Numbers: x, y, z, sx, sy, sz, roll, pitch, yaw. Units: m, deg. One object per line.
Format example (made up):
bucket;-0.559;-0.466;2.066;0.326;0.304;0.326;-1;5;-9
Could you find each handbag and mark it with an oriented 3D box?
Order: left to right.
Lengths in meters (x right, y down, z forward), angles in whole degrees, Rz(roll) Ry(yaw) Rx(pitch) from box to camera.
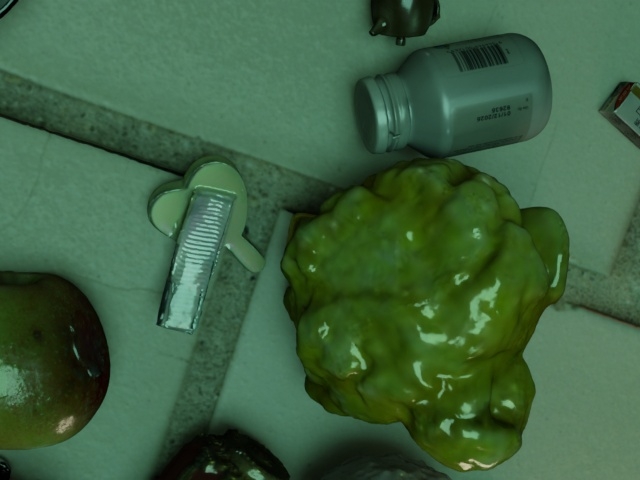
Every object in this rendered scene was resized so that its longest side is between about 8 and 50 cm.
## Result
handbag;0.000;0.000;1.104;0.083;0.027;0.061;9;100;-16

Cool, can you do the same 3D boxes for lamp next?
lamp;-0.156;0.374;1.084;0.177;0.177;0.274;39;89;-18

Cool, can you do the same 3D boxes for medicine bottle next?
medicine bottle;0.156;-0.169;1.045;0.215;0.135;0.135;-12;105;-10

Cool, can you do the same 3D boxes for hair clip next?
hair clip;-0.138;0.004;1.051;0.159;0.071;0.218;10;106;-21

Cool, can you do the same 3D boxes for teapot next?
teapot;0.104;-0.272;1.046;0.121;0.076;0.068;-19;120;-39

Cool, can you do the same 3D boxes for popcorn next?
popcorn;0.115;0.072;1.002;0.294;0.292;0.334;0;106;-21

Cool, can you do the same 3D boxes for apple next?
apple;-0.345;0.135;0.987;0.207;0.174;0.188;-9;108;-27

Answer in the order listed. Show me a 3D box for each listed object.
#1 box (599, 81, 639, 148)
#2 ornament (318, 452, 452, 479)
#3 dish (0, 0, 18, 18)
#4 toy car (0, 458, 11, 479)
box;0.477;-0.131;1.180;0.218;0.039;0.055;37;91;-18
ornament;0.083;0.399;1.108;0.259;0.225;0.259;4;107;15
dish;-0.442;-0.349;0.881;0.317;0.106;0.316;-4;103;-15
toy car;-0.430;0.294;1.070;0.093;0.025;0.041;-11;106;-7
